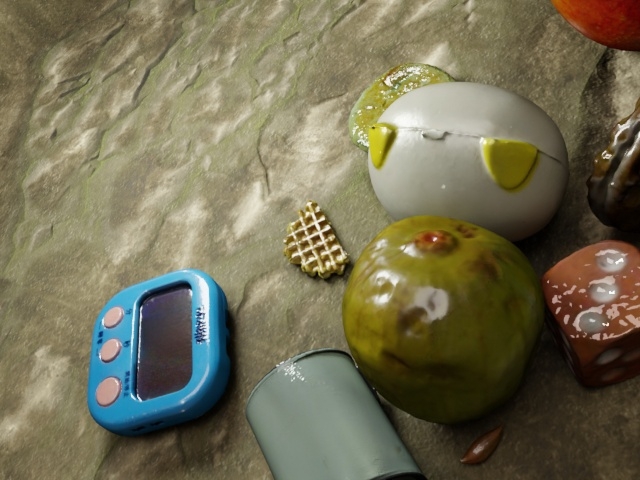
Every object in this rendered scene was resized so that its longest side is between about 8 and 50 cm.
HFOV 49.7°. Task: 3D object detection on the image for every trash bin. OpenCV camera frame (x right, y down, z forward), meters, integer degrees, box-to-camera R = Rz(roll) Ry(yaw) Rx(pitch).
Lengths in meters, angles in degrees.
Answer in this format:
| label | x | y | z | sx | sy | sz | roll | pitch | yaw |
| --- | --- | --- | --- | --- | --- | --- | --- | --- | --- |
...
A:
| label | x | y | z | sx | sy | sz | roll | pitch | yaw |
| --- | --- | --- | --- | --- | --- | --- | --- | --- | --- |
| trash bin | 0.020 | 0.347 | 1.149 | 0.277 | 0.217 | 0.262 | -12 | 45 | -26 |

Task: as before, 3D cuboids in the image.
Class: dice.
| label | x | y | z | sx | sy | sz | roll | pitch | yaw |
| --- | --- | --- | --- | --- | --- | --- | --- | --- | --- |
| dice | 0.463 | 0.120 | 1.128 | 0.179 | 0.175 | 0.174 | -27 | 51 | 11 |

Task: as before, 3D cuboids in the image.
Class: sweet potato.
| label | x | y | z | sx | sy | sz | roll | pitch | yaw |
| --- | --- | --- | --- | --- | --- | --- | --- | --- | --- |
| sweet potato | 0.273 | 0.344 | 1.153 | 0.095 | 0.034 | 0.034 | -41 | 50 | -4 |

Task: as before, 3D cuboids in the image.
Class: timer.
| label | x | y | z | sx | sy | sz | roll | pitch | yaw |
| --- | --- | --- | --- | --- | --- | --- | --- | --- | --- |
| timer | -0.337 | 0.235 | 1.463 | 0.309 | 0.115 | 0.340 | -19 | 52 | 14 |

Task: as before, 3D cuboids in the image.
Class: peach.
| label | x | y | z | sx | sy | sz | roll | pitch | yaw |
| --- | --- | --- | --- | --- | --- | --- | --- | --- | --- |
| peach | 0.656 | -0.558 | 1.389 | 0.388 | 0.388 | 0.388 | -12 | 53 | 17 |

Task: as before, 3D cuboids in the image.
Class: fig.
| label | x | y | z | sx | sy | sz | roll | pitch | yaw |
| --- | --- | --- | --- | --- | --- | --- | --- | --- | --- |
| fig | 0.203 | 0.138 | 1.136 | 0.343 | 0.343 | 0.343 | -12 | 53 | 17 |

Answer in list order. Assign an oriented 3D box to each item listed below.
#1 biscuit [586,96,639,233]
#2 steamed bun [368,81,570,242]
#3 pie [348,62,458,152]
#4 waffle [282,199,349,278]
| label | x | y | z | sx | sy | sz | roll | pitch | yaw |
| --- | --- | --- | --- | --- | --- | --- | --- | --- | --- |
| biscuit | 0.590 | -0.148 | 1.159 | 0.332 | 0.332 | 0.103 | -37 | 55 | -3 |
| steamed bun | 0.271 | -0.141 | 1.298 | 0.374 | 0.334 | 0.334 | 10 | 62 | 32 |
| pie | 0.197 | -0.301 | 1.614 | 0.277 | 0.078 | 0.277 | -14 | 56 | 22 |
| waffle | 0.000 | 0.000 | 1.511 | 0.192 | 0.046 | 0.160 | 23 | 70 | 34 |
